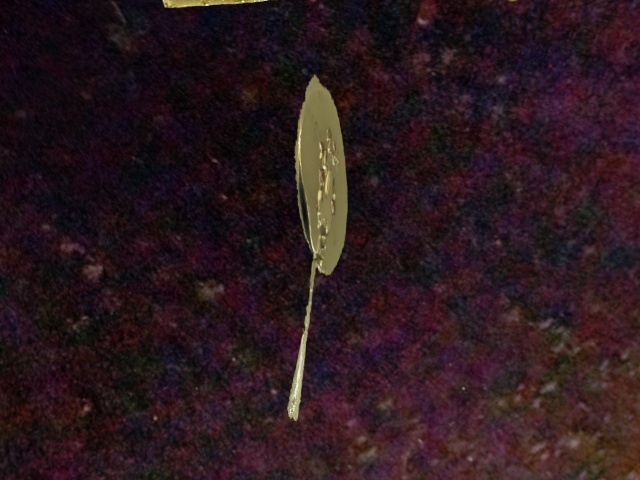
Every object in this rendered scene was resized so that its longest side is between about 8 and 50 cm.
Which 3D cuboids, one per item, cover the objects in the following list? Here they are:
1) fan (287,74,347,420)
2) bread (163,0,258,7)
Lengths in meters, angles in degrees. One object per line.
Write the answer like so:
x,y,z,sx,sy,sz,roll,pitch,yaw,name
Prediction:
0.001,0.000,0.677,0.233,0.012,0.415,59,32,-57,fan
-0.094,-0.272,0.576,0.028,0.153,0.068,-60,149,-56,bread
